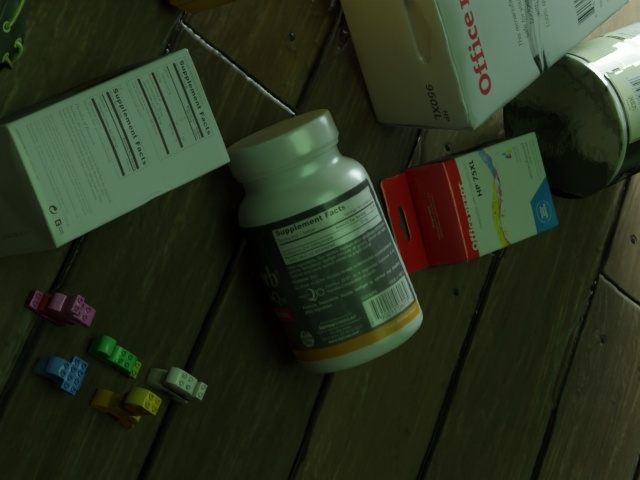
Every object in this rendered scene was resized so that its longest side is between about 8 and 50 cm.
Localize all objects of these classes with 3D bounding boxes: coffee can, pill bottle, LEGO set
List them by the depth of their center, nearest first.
[{"bbox_3d":[-0.212,0.142,1.690,0.227,0.093,0.087,36,63,-31],"label":"LEGO set"},{"bbox_3d":[0.000,0.000,1.845,0.162,0.162,0.278,-31,103,-38],"label":"pill bottle"},{"bbox_3d":[0.415,-0.190,2.192,0.275,0.201,0.202,-22,98,-39],"label":"coffee can"}]

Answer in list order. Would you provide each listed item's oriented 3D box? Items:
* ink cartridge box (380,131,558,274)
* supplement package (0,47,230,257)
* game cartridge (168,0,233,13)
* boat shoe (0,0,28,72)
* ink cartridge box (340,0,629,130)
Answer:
[{"bbox_3d":[0.195,-0.049,2.069,0.231,0.078,0.134,-20,97,-39],"label":"ink cartridge box"},{"bbox_3d":[-0.241,-0.093,1.668,0.244,0.139,0.134,-30,105,-40],"label":"supplement package"},{"bbox_3d":[-0.062,-0.426,1.765,0.052,0.285,0.324,23,70,-37],"label":"game cartridge"},{"bbox_3d":[-0.341,-0.226,1.621,0.091,0.109,0.305,23,66,-31],"label":"boat shoe"},{"bbox_3d":[0.207,-0.355,2.031,0.395,0.166,0.285,-39,121,-37],"label":"ink cartridge box"}]
